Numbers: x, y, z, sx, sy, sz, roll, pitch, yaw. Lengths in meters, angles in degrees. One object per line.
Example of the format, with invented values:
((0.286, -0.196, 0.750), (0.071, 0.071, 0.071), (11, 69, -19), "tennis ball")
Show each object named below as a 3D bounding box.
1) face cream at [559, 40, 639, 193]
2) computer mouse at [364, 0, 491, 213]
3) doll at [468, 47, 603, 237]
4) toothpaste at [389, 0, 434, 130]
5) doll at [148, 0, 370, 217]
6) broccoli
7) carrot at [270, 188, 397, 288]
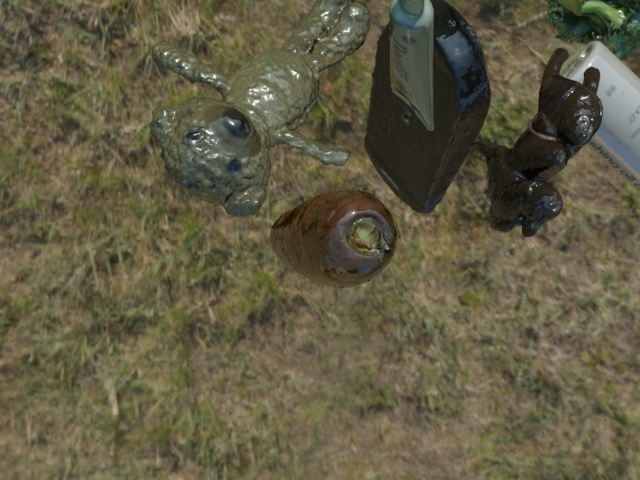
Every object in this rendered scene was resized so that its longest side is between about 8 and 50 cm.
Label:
((0.379, -0.084, 1.036), (0.311, 0.092, 0.092), (39, 104, -10), "face cream")
((0.141, -0.173, 1.208), (0.087, 0.168, 0.295), (-20, 146, -26), "computer mouse")
((0.182, -0.072, 0.785), (0.057, 0.165, 0.139), (32, 118, -17), "doll")
((0.089, -0.176, 0.912), (0.037, 0.255, 0.067), (-41, 74, -7), "toothpaste")
((-0.037, -0.139, 0.911), (0.286, 0.091, 0.203), (-21, 78, -34), "doll")
((0.445, -0.408, 1.491), (0.176, 0.198, 0.226), (-53, 142, -18), "broccoli")
((0.000, 0.000, 0.621), (0.060, 0.186, 0.060), (0, 89, -15), "carrot")
